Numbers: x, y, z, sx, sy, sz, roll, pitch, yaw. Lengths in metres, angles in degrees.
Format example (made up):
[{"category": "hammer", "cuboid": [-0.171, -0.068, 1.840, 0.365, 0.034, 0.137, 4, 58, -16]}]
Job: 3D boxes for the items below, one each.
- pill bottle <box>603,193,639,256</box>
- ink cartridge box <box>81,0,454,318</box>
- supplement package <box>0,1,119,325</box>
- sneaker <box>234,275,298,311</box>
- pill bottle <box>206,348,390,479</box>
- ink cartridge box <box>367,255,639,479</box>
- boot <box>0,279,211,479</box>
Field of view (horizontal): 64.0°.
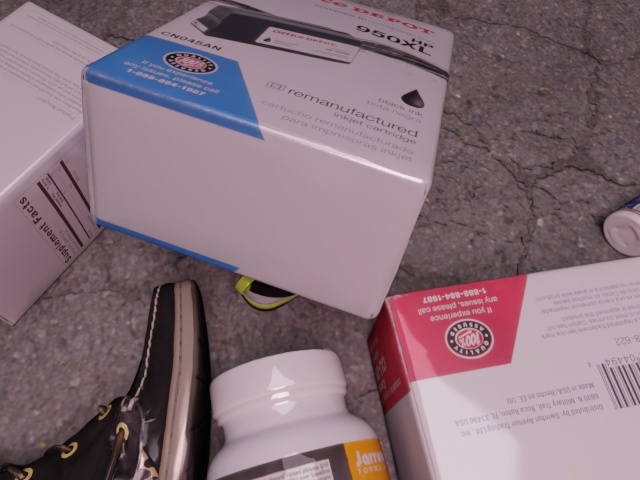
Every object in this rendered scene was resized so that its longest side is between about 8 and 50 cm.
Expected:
[{"category": "pill bottle", "cuboid": [0.449, -0.033, 0.690, 0.120, 0.067, 0.067, -29, 68, -18]}, {"category": "ink cartridge box", "cuboid": [-0.019, -0.143, 0.574, 0.286, 0.166, 0.394, 19, 39, 3]}, {"category": "supplement package", "cuboid": [-0.342, -0.088, 0.583, 0.178, 0.175, 0.292, 30, 64, 9]}, {"category": "sneaker", "cuboid": [0.000, 0.000, 0.613, 0.084, 0.097, 0.235, 43, 67, 16]}, {"category": "pill bottle", "cuboid": [-0.010, 0.249, 0.445, 0.162, 0.162, 0.278, -10, 64, -11]}, {"category": "ink cartridge box", "cuboid": [0.224, 0.233, 0.474, 0.280, 0.160, 0.384, -7, 63, -8]}, {"category": "boot", "cuboid": [-0.251, 0.210, 0.462, 0.285, 0.138, 0.376, 3, 68, -4]}]
